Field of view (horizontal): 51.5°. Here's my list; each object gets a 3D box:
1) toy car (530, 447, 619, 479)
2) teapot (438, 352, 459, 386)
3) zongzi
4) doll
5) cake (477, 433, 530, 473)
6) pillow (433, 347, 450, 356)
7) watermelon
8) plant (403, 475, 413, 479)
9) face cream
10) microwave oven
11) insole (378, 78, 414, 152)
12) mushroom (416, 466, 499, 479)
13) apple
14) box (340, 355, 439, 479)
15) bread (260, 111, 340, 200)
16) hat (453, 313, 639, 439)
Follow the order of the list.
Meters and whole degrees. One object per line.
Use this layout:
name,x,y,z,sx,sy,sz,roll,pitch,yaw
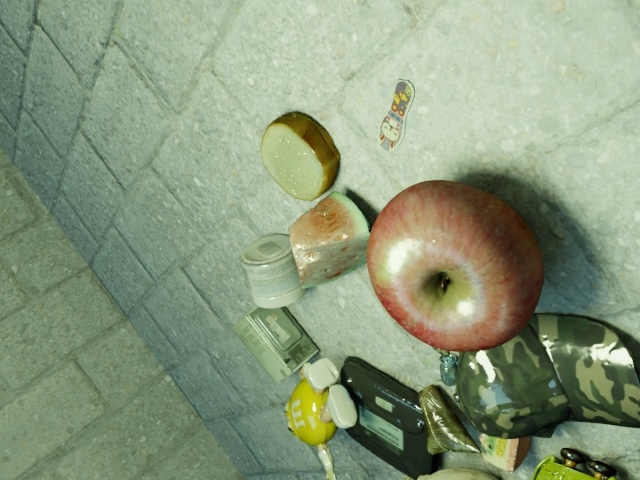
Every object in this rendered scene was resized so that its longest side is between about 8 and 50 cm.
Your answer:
toy car,0.596,0.596,1.498,0.142,0.200,0.248,32,169,-25
teapot,0.335,0.332,1.686,0.063,0.049,0.083,19,133,41
zongzi,0.334,0.459,1.724,0.184,0.084,0.187,-25,77,59
doll,0.000,0.533,2.043,0.348,0.161,0.423,-123,33,-52
cake,0.465,0.450,1.644,0.109,0.090,0.225,20,116,43
pillow,0.234,0.175,1.591,0.212,0.052,0.208,51,-174,2
watermelon,0.000,0.000,1.663,0.318,0.226,0.148,-44,57,46
plant,0.303,0.794,2.093,0.116,0.122,0.104,53,136,14
face cream,-0.134,0.086,1.926,0.177,0.177,0.153,16,129,43
microwave oven,-0.147,0.321,2.187,0.240,0.145,0.194,51,144,4
insole,0.159,-0.259,1.402,0.065,0.004,0.197,41,145,18
mushroom,0.372,0.745,1.834,0.297,0.297,0.290,64,173,-16
apple,0.260,0.042,1.292,0.344,0.269,0.345,7,110,19
box,0.204,0.542,2.004,0.359,0.091,0.350,25,138,33
bread,-0.052,-0.207,1.652,0.236,0.070,0.236,32,143,29
hat,0.470,0.321,1.385,0.366,0.257,0.381,60,166,-13
